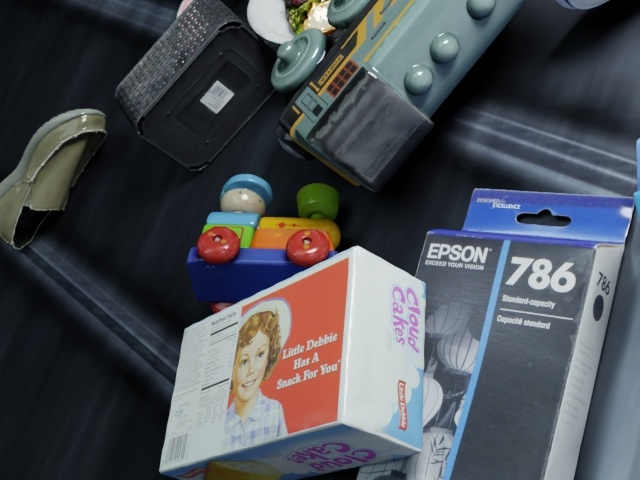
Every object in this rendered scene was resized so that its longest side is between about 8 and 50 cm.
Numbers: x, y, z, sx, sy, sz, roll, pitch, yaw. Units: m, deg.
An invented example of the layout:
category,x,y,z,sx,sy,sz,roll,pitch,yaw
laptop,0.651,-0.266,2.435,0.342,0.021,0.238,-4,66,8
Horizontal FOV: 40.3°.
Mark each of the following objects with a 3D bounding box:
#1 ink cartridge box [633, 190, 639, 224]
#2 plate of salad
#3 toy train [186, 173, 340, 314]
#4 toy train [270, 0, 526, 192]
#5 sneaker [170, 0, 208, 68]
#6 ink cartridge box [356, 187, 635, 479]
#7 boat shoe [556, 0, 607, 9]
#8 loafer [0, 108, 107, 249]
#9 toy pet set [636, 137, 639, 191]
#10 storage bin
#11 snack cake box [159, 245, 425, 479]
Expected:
category,x,y,z,sx,sy,sz,roll,pitch,yaw
ink cartridge box,0.348,0.003,0.587,0.231,0.078,0.134,-14,87,32
plate of salad,0.005,-0.300,1.025,0.199,0.048,0.200,-10,48,12
toy train,0.000,0.000,0.888,0.248,0.105,0.143,1,46,7
toy train,0.084,-0.201,0.861,0.334,0.142,0.190,-49,31,9
sneaker,-0.156,-0.271,1.165,0.070,0.051,0.134,-9,66,32
ink cartridge box,0.144,0.098,0.733,0.165,0.065,0.333,4,70,39
boat shoe,0.371,-0.306,0.741,0.367,0.136,0.156,-37,53,4
loafer,-0.373,-0.081,1.215,0.251,0.094,0.087,-44,72,22
toy pet set,0.317,-0.069,0.688,0.114,0.065,0.122,8,72,39
storage bin,-0.145,-0.190,1.063,0.180,0.122,0.084,-46,48,9
snack cake box,-0.030,0.126,0.783,0.264,0.089,0.152,-26,47,44
